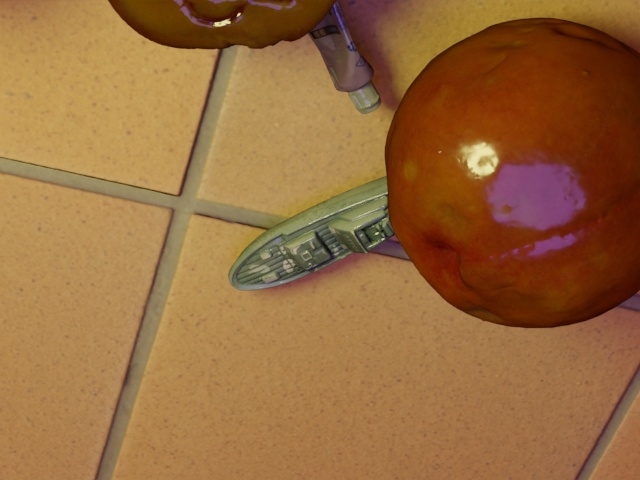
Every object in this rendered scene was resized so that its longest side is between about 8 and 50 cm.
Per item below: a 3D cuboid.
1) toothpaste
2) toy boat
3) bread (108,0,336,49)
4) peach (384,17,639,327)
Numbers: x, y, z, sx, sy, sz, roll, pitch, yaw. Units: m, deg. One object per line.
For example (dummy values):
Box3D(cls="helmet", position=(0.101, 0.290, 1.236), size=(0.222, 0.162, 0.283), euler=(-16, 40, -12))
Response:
Box3D(cls="toothpaste", position=(-0.011, -0.268, 1.591), size=(0.075, 0.048, 0.301), euler=(-13, 120, 34))
Box3D(cls="toy boat", position=(0.000, 0.000, 1.773), size=(0.260, 0.085, 0.078), euler=(-25, 125, 16))
Box3D(cls="bread", position=(-0.098, -0.320, 1.467), size=(0.269, 0.148, 0.270), euler=(1, 113, 3))
Box3D(cls="peach", position=(0.228, -0.063, 1.578), size=(0.342, 0.301, 0.343), euler=(26, 140, 24))
